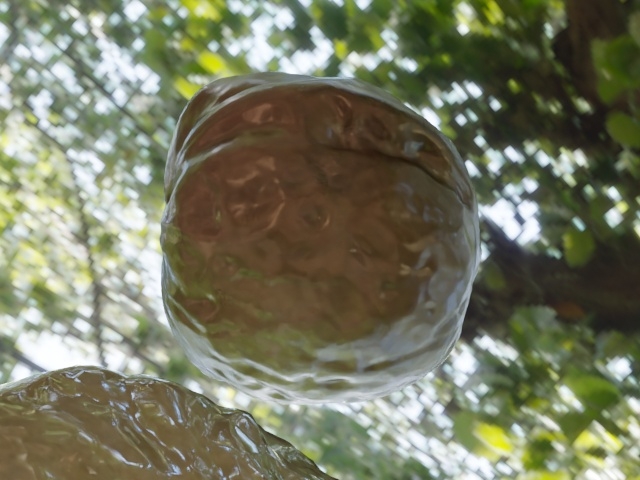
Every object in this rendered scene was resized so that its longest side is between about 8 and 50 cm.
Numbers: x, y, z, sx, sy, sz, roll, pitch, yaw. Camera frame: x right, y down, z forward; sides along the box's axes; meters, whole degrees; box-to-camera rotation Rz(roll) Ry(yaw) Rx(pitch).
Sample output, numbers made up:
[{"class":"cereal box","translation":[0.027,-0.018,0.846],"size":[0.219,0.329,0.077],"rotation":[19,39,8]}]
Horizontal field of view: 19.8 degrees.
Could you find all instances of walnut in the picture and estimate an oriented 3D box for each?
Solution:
[{"class":"walnut","translation":[0.000,-0.002,1.265],"size":[0.248,0.248,0.248],"rotation":[-12,-117,24]}]

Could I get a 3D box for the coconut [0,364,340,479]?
[{"class":"coconut","translation":[-0.095,0.186,0.514],"size":[0.328,0.329,0.329],"rotation":[-12,-117,24]}]
